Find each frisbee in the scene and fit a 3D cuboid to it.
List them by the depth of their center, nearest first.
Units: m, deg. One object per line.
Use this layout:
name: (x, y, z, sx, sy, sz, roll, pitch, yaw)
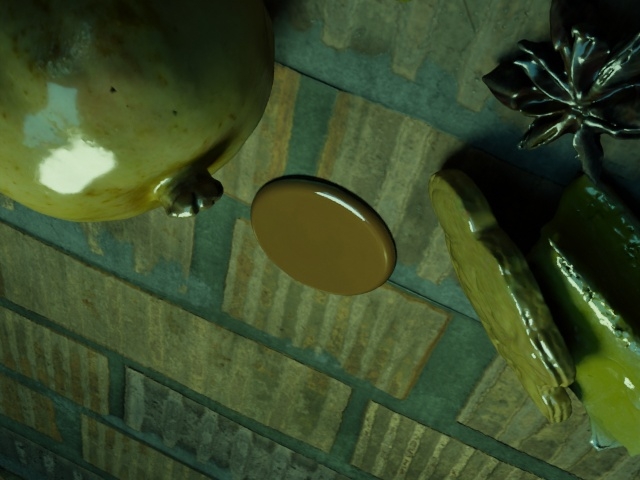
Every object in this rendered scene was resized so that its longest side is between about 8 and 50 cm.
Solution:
frisbee: (0.000, 0.000, 1.422, 0.250, 0.021, 0.251, 17, 140, 15)

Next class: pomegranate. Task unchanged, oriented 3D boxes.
pomegranate: (-0.246, -0.192, 1.074, 0.411, 0.411, 0.411, 18, 139, 16)

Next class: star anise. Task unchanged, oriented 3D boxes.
star anise: (0.297, -0.165, 0.983, 0.212, 0.129, 0.283, 36, 150, 3)

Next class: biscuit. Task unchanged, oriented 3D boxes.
biscuit: (0.235, 0.079, 1.193, 0.376, 0.051, 0.269, 64, 176, -4)

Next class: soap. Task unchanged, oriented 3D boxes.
soap: (0.362, 0.111, 1.204, 0.339, 0.169, 0.304, 50, 154, 5)

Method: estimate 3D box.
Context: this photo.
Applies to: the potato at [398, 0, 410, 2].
potato: (0.081, -0.307, 1.025, 0.083, 0.040, 0.051, 43, 145, -12)
